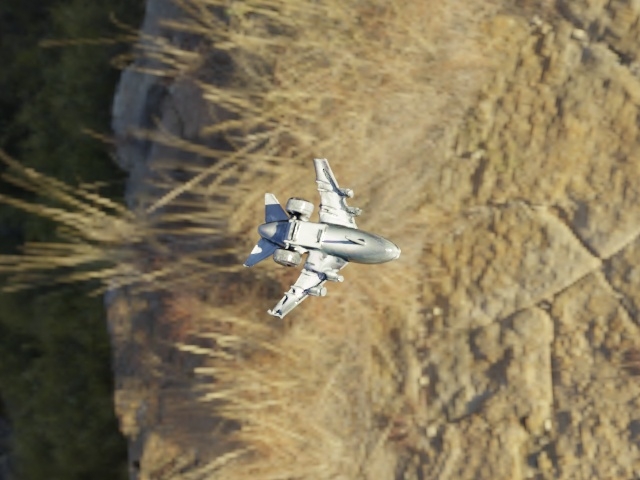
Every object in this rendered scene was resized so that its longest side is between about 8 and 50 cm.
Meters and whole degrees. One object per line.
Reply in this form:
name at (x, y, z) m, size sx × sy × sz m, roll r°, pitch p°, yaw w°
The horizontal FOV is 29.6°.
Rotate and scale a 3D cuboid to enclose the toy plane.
toy plane at (0.000, 0.000, 0.557) m, size 0.083 × 0.031 × 0.079 m, roll 8°, pitch 80°, yaw 44°
